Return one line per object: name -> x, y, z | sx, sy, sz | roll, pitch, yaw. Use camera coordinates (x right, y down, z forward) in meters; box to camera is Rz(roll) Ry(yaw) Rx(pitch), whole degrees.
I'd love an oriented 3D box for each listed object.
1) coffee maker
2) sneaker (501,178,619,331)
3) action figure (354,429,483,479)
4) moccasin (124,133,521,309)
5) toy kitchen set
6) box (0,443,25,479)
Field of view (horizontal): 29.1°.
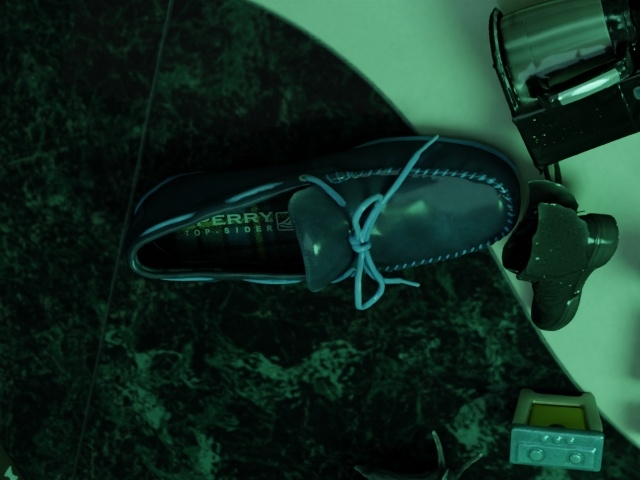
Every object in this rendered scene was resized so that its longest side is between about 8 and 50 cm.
coffee maker -> 0.238, -0.130, 0.949 | 0.178, 0.120, 0.171 | -16, 146, 19
sneaker -> 0.185, 0.017, 1.022 | 0.089, 0.051, 0.170 | 2, 141, -17
action figure -> 0.083, 0.313, 1.186 | 0.164, 0.141, 0.276 | 23, 93, 8
moccasin -> 0.000, 0.000, 1.048 | 0.342, 0.117, 0.138 | -10, 114, 16
toy kitchen set -> 0.251, 0.115, 1.053 | 0.166, 0.122, 0.207 | 4, 117, 9
box -> -0.379, 0.325, 1.250 | 0.143, 0.191, 0.381 | -19, 112, 20
